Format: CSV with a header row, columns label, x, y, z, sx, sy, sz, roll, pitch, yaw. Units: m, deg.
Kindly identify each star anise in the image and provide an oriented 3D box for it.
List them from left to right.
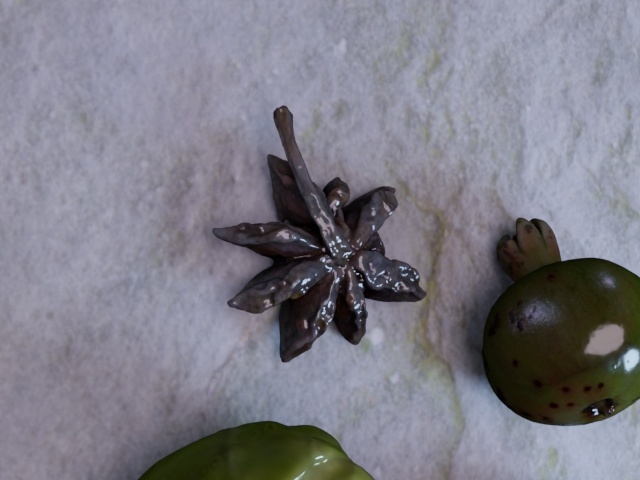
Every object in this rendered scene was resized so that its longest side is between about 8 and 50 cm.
label,x,y,z,sx,sy,sz,roll,pitch,yaw
star anise,0.000,-0.001,0.933,0.209,0.089,0.231,-49,115,-25

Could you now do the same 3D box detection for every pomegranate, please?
label,x,y,z,sx,sy,sz,roll,pitch,yaw
pomegranate,0.251,0.078,0.986,0.179,0.179,0.210,19,68,-19

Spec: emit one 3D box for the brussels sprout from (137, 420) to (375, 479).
label,x,y,z,sx,sy,sz,roll,pitch,yaw
brussels sprout,-0.036,0.280,0.804,0.316,0.243,0.274,-16,48,-18
